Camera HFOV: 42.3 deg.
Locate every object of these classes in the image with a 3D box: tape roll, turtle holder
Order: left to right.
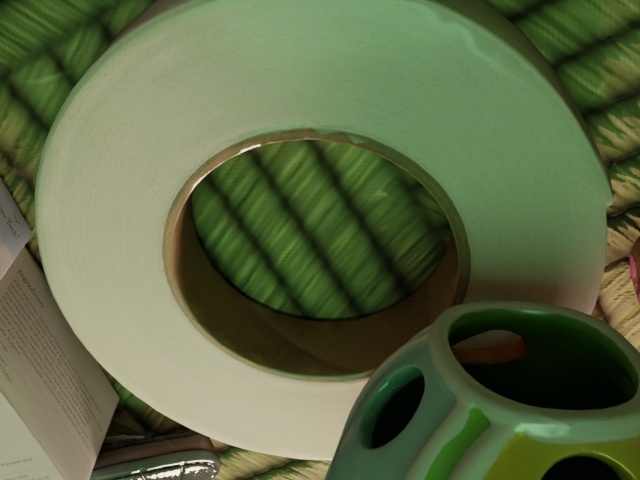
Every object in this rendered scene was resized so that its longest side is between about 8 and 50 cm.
[{"bbox_3d":[0.000,0.000,0.583,0.392,0.072,0.392,3,123,5],"label":"tape roll"},{"bbox_3d":[0.105,0.176,0.461,0.243,0.320,0.227,10,112,17],"label":"turtle holder"}]

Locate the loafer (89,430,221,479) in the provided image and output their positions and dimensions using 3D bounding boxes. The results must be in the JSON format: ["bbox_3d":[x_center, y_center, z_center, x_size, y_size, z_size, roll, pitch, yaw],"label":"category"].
[{"bbox_3d":[-0.224,0.207,0.732,0.267,0.084,0.096,-18,144,-2],"label":"loafer"}]

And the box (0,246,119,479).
[{"bbox_3d":[-0.290,0.121,0.661,0.181,0.119,0.182,-13,122,14],"label":"box"}]

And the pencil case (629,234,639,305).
[{"bbox_3d":[0.296,0.109,0.435,0.167,0.386,0.160,-26,119,19],"label":"pencil case"}]

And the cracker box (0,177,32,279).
[{"bbox_3d":[-0.283,0.002,0.514,0.067,0.232,0.155,-11,121,14],"label":"cracker box"}]
